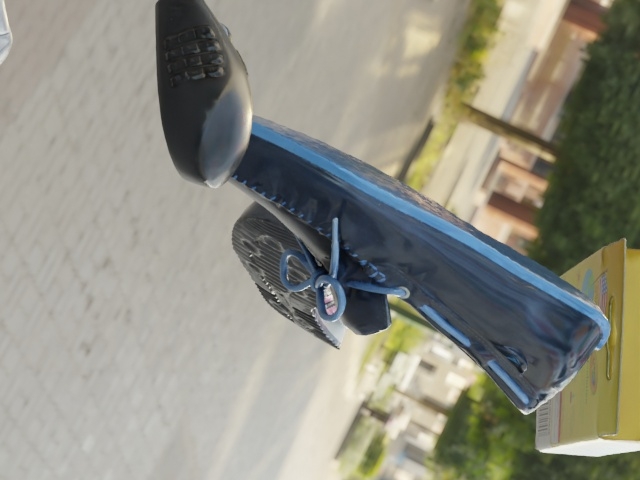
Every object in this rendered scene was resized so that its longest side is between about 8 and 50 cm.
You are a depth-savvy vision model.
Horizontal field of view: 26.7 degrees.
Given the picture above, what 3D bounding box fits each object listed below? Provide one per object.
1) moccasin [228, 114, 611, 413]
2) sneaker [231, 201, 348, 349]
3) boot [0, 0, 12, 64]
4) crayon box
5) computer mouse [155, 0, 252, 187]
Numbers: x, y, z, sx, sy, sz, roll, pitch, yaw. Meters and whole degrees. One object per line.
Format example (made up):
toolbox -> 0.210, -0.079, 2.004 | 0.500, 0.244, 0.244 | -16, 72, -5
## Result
moccasin -> 0.053, 0.024, 0.990 | 0.117, 0.342, 0.138 | -58, -172, 9
sneaker -> 0.000, 0.000, 1.294 | 0.131, 0.112, 0.319 | -55, 166, -12
boot -> -0.279, -0.104, 0.999 | 0.123, 0.095, 0.258 | -41, 157, -39
crayon box -> 0.311, 0.126, 1.460 | 0.318, 0.081, 0.202 | 111, -16, -79
computer mouse -> -0.062, -0.131, 0.716 | 0.071, 0.041, 0.242 | 66, 15, -58
